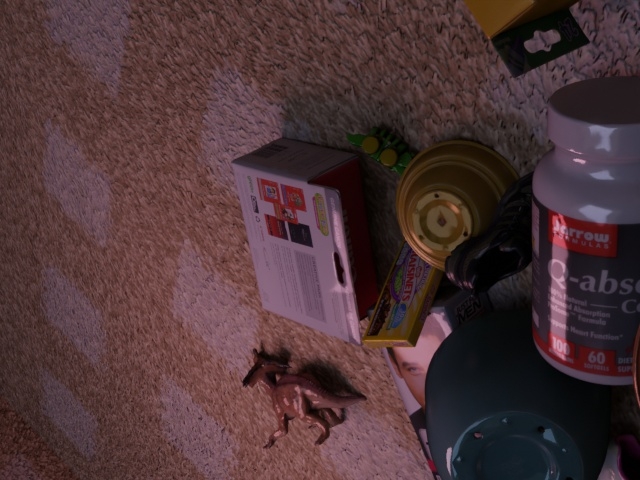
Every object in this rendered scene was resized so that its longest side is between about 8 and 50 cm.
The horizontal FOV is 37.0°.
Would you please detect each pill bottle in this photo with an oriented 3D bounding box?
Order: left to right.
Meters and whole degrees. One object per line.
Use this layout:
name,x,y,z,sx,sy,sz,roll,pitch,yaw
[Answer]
pill bottle,0.379,-0.013,1.235,0.210,0.210,0.363,18,127,38

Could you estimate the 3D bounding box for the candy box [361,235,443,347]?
candy box,0.145,0.081,1.564,0.105,0.206,0.027,-5,142,46

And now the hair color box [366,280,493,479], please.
hair color box,0.238,0.257,1.644,0.185,0.114,0.374,-8,108,49

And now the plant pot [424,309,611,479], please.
plant pot,0.290,0.282,1.414,0.293,0.235,0.293,4,109,10

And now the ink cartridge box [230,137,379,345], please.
ink cartridge box,0.000,0.000,1.694,0.272,0.130,0.309,19,128,43

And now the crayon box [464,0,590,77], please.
crayon box,0.221,-0.371,1.146,0.083,0.203,0.323,-35,86,46

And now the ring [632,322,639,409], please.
ring,0.548,0.151,1.156,0.337,0.032,0.336,0,95,5

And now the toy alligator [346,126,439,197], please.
toy alligator,0.128,-0.135,1.549,0.190,0.056,0.051,36,94,16

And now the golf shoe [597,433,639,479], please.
golf shoe,0.535,0.417,1.447,0.306,0.115,0.140,35,133,23

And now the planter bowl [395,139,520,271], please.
planter bowl,0.198,-0.038,1.451,0.217,0.090,0.217,8,108,26

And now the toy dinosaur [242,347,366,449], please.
toy dinosaur,-0.055,0.316,1.991,0.296,0.127,0.200,-14,98,44

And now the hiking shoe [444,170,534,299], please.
hiking shoe,0.283,-0.005,1.351,0.086,0.227,0.114,40,-175,-23
